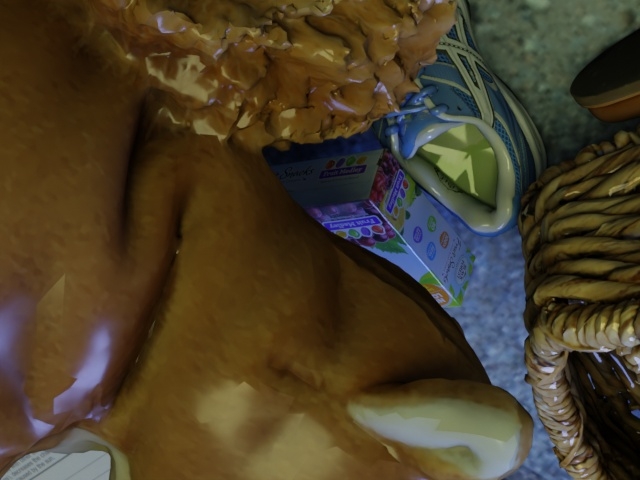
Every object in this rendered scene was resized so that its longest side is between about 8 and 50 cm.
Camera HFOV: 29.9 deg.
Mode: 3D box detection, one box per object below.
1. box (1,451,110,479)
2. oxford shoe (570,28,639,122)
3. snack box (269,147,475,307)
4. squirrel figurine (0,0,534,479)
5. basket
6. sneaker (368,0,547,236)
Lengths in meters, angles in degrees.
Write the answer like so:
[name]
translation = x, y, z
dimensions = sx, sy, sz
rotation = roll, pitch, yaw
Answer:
[box]
translation = -0.087, 0.145, 0.723
dimensions = 0.148, 0.121, 0.311
rotation = -32, 114, 23
[oxford shoe]
translation = 0.235, -0.091, 0.606
dimensions = 0.212, 0.076, 0.076
rotation = -16, 118, 18
[snack box]
translation = 0.000, 0.000, 0.667
dimensions = 0.141, 0.037, 0.100
rotation = -6, 143, 38
[squirrel figurine]
translation = -0.077, -0.034, 0.467
dimensions = 0.370, 0.281, 0.397
rotation = 26, 90, 0
[basket]
translation = 0.224, 0.102, 0.575
dimensions = 0.213, 0.223, 0.299
rotation = -26, 123, 21
[sneaker]
translation = 0.052, -0.092, 0.636
dimensions = 0.080, 0.081, 0.211
rotation = -36, 103, 24
